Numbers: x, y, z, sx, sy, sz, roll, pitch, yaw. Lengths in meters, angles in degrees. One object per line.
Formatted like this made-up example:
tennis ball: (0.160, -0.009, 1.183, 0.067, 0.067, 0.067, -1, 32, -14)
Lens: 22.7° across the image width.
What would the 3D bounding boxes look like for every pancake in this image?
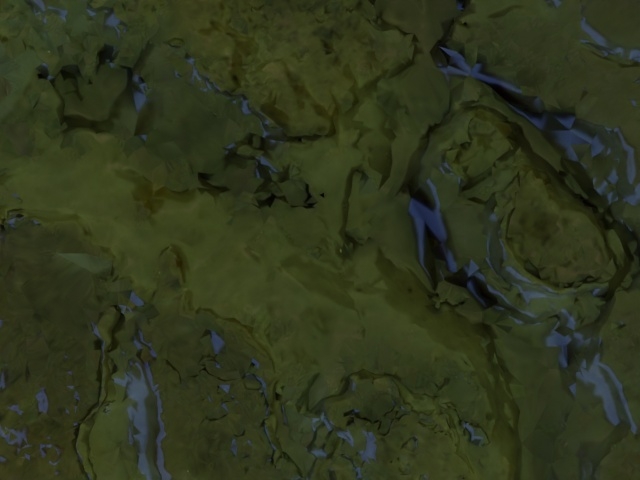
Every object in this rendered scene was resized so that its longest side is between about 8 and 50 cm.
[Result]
pancake: (0.001, 0.000, 0.641, 0.387, 0.082, 0.387, 0, -95, -4)
